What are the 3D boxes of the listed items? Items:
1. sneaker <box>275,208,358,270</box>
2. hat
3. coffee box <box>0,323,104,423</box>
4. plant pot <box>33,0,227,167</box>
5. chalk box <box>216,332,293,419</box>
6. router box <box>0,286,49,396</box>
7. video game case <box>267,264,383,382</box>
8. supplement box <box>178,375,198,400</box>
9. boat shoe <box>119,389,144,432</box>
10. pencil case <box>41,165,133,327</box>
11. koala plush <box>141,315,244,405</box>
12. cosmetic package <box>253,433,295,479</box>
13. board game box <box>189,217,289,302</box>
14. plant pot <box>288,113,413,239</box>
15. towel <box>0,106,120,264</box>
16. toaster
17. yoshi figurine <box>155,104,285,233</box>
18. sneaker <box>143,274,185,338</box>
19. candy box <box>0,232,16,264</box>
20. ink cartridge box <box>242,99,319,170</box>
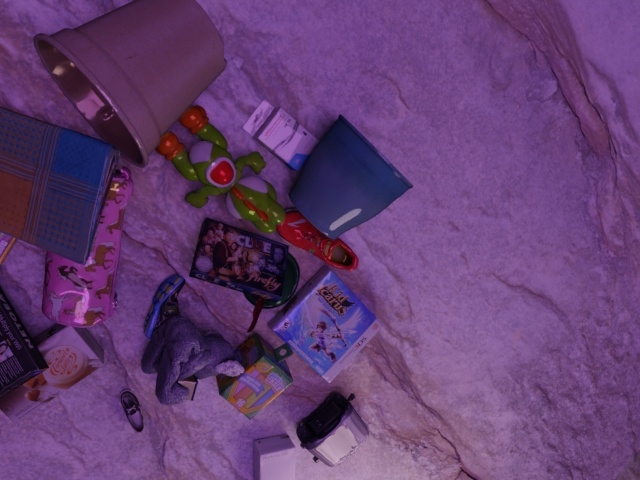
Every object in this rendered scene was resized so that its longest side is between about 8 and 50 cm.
[{"bbox_3d":[0.000,0.000,1.582,0.279,0.118,0.107,29,90,-25],"label":"sneaker"},{"bbox_3d":[-0.114,0.141,1.534,0.172,0.183,0.209,18,95,-25],"label":"hat"},{"bbox_3d":[-0.685,0.313,1.395,0.246,0.098,0.141,-33,112,-11],"label":"coffee box"},{"bbox_3d":[-0.388,-0.386,1.250,0.305,0.333,0.334,-44,115,-19],"label":"plant pot"},{"bbox_3d":[-0.171,0.364,1.580,0.213,0.132,0.132,-42,114,1],"label":"chalk box"},{"bbox_3d":[-0.813,0.229,1.272,0.242,0.081,0.309,-31,88,-12],"label":"router box"},{"bbox_3d":[0.020,0.252,1.683,0.244,0.061,0.269,-46,114,-7],"label":"video game case"},{"bbox_3d":[-0.388,0.391,1.541,0.083,0.083,0.056,14,97,-25],"label":"supplement box"},{"bbox_3d":[-0.512,0.467,1.534,0.046,0.038,0.125,-17,109,-17],"label":"boat shoe"},{"bbox_3d":[-0.554,0.005,1.343,0.167,0.160,0.387,0,103,-48],"label":"pencil case"},{"bbox_3d":[-0.317,0.300,1.473,0.221,0.196,0.203,14,106,-39],"label":"koala plush"},{"bbox_3d":[-0.141,0.723,1.720,0.117,0.085,0.231,-5,106,-21],"label":"cosmetic package"},{"bbox_3d":[-0.210,0.052,1.491,0.243,0.042,0.165,19,55,-19],"label":"board game box"},{"bbox_3d":[0.062,-0.150,1.504,0.255,0.272,0.271,-45,115,9],"label":"plant pot"},{"bbox_3d":[-0.640,-0.133,1.244,0.370,0.040,0.272,19,96,9],"label":"towel"},{"bbox_3d":[0.048,0.584,1.740,0.227,0.129,0.146,-41,118,-11],"label":"toaster"},{"bbox_3d":[-0.240,-0.164,1.449,0.362,0.203,0.203,45,43,-11],"label":"yoshi figurine"},{"bbox_3d":[-0.406,0.177,1.499,0.078,0.067,0.188,21,97,-36],"label":"sneaker"},{"bbox_3d":[-0.750,-0.054,1.321,0.105,0.027,0.206,30,90,-22],"label":"candy box"},{"bbox_3d":[-0.105,-0.281,1.504,0.180,0.060,0.104,37,88,-25],"label":"ink cartridge box"}]
